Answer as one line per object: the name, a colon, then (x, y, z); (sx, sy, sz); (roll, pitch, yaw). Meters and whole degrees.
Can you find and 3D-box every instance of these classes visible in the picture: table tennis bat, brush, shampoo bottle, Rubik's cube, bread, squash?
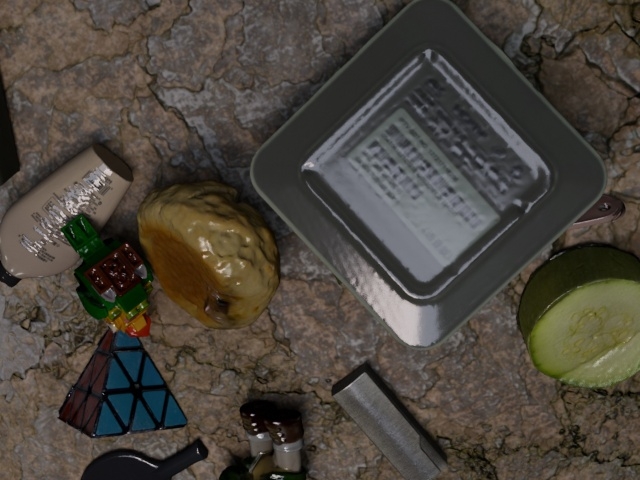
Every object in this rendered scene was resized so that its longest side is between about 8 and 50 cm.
table tennis bat: (-0.282, 0.389, 1.746); (0.236, 0.027, 0.150); (-32, 102, 14)
brush: (0.288, 0.003, 1.574); (0.312, 0.072, 0.067); (-17, 128, 6)
shampoo bottle: (-0.387, -0.027, 1.596); (0.257, 0.078, 0.127); (-43, 114, 13)
Rubik's cube: (-0.301, 0.263, 1.702); (0.178, 0.211, 0.190); (29, 141, -26)
bread: (-0.147, 0.014, 1.530); (0.134, 0.244, 0.244); (-40, 105, -31)
squash: (0.399, 0.124, 1.569); (0.220, 0.133, 0.220); (0, 111, -1)

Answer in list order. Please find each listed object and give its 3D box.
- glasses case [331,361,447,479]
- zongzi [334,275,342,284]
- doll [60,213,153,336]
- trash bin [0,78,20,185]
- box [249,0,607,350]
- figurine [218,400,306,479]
glasses case: (0.107, 0.288, 1.676); (0.070, 0.047, 0.205); (-37, 101, 13)
zongzi: (0.000, 0.000, 1.594); (0.109, 0.055, 0.119); (22, 119, 0)
doll: (-0.301, 0.065, 1.578); (0.134, 0.106, 0.186); (36, 154, 30)
trash bin: (-0.539, -0.191, 1.538); (0.164, 0.122, 0.241); (-6, 109, 6)
box: (0.145, -0.092, 1.478); (0.373, 0.090, 0.367); (-44, 89, 6)
figurine: (-0.088, 0.439, 1.683); (0.281, 0.167, 0.370); (9, 100, 36)
